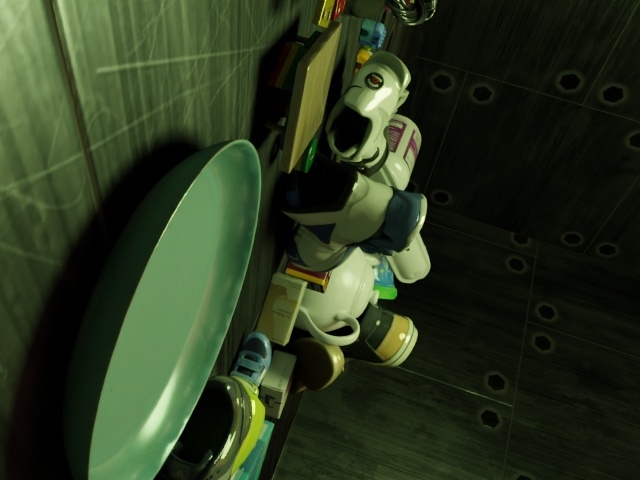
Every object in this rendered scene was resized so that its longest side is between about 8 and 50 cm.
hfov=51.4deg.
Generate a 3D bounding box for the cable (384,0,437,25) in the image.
[{"bbox_3d":[0.145,-0.472,1.172,0.151,0.047,0.184,-26,109,-43],"label":"cable"}]

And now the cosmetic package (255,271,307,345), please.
[{"bbox_3d":[-0.069,0.119,1.161,0.041,0.060,0.115,-13,120,-82],"label":"cosmetic package"}]

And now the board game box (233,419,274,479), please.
[{"bbox_3d":[-0.187,0.504,1.145,0.254,0.079,0.336,-47,155,-76],"label":"board game box"}]

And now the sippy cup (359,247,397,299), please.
[{"bbox_3d":[0.111,0.043,1.892,0.305,0.240,0.224,154,-56,-86],"label":"sippy cup"}]

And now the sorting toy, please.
[{"bbox_3d":[-0.024,-0.174,0.742,0.132,0.046,0.274,-65,171,-49],"label":"sorting toy"}]

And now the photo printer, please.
[{"bbox_3d":[0.169,-0.052,1.650,0.307,0.107,0.256,58,9,-51],"label":"photo printer"}]

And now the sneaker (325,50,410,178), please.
[{"bbox_3d":[0.058,-0.193,1.226,0.146,0.122,0.330,-49,166,-24],"label":"sneaker"}]

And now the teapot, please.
[{"bbox_3d":[0.038,0.107,1.499,0.252,0.187,0.256,74,36,-79],"label":"teapot"}]

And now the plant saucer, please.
[{"bbox_3d":[-0.126,0.063,0.555,0.317,0.044,0.317,18,90,-83],"label":"plant saucer"}]

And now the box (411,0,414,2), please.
[{"bbox_3d":[0.195,-0.590,1.438,0.232,0.058,0.087,-25,132,-82],"label":"box"}]

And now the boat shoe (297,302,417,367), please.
[{"bbox_3d":[0.053,0.227,1.724,0.186,0.156,0.500,-61,-160,-18],"label":"boat shoe"}]

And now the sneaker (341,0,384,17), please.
[{"bbox_3d":[0.081,-0.342,0.808,0.286,0.130,0.109,38,69,-85],"label":"sneaker"}]

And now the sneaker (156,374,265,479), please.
[{"bbox_3d":[-0.156,0.289,0.764,0.121,0.111,0.299,71,31,-64],"label":"sneaker"}]

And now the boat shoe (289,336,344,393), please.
[{"bbox_3d":[-0.006,0.282,1.559,0.121,0.110,0.341,69,-23,9],"label":"boat shoe"}]

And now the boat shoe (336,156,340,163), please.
[{"bbox_3d":[0.029,-0.123,1.450,0.056,0.048,0.153,24,78,-72],"label":"boat shoe"}]

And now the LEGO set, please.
[{"bbox_3d":[0.126,-0.372,1.288,0.227,0.093,0.087,98,12,-61],"label":"LEGO set"}]

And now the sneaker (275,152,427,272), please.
[{"bbox_3d":[0.005,-0.054,1.036,0.315,0.182,0.127,-18,-134,60],"label":"sneaker"}]

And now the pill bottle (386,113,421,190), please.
[{"bbox_3d":[0.191,-0.230,1.964,0.301,0.169,0.169,-65,171,-45],"label":"pill bottle"}]

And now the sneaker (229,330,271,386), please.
[{"bbox_3d":[-0.117,0.214,1.046,0.059,0.053,0.144,21,86,-82],"label":"sneaker"}]

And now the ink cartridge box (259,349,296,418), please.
[{"bbox_3d":[-0.100,0.330,1.525,0.135,0.056,0.099,102,8,-48],"label":"ink cartridge box"}]

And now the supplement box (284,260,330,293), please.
[{"bbox_3d":[0.000,0.000,1.326,0.104,0.081,0.188,82,27,-76],"label":"supplement box"}]
